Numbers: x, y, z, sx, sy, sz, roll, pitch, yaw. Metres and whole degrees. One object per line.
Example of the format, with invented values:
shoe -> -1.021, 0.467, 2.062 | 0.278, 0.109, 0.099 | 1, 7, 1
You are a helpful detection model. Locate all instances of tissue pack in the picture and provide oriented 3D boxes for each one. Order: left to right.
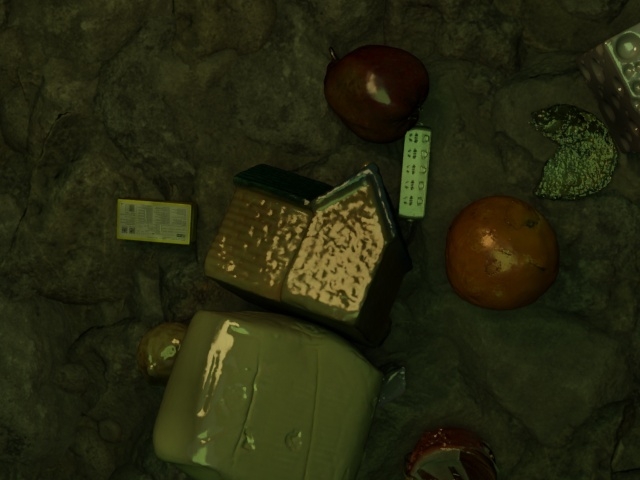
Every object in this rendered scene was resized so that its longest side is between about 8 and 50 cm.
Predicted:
tissue pack -> -0.381, -0.047, 1.695 | 0.176, 0.062, 0.095 | 4, 98, 5

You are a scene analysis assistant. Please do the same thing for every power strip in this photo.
power strip -> 0.212, -0.141, 1.640 | 0.060, 0.027, 0.252 | 4, 96, 2

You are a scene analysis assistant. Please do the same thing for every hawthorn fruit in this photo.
hawthorn fruit -> 0.109, -0.333, 1.556 | 0.248, 0.208, 0.208 | 37, 98, 15

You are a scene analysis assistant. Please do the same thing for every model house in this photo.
model house -> 0.000, 0.000, 1.557 | 0.382, 0.334, 0.342 | 18, 79, 18

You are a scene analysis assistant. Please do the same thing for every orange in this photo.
orange -> 0.381, 0.026, 1.531 | 0.246, 0.246, 0.246 | 1, 96, 6

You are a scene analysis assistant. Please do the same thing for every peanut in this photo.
peanut -> -0.353, 0.264, 1.702 | 0.159, 0.109, 0.140 | -25, 103, -4

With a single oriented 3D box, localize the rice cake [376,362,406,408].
rice cake -> 0.035, 0.404, 1.697 | 0.399, 0.064, 0.070 | -31, 101, 8

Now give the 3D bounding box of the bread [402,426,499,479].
bread -> 0.299, 0.535, 1.642 | 0.225, 0.142, 0.211 | 19, 114, 5

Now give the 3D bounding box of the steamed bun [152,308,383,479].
steamed bun -> -0.114, 0.340, 1.508 | 0.456, 0.290, 0.371 | 28, 68, -30

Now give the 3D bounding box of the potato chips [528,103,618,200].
potato chips -> 0.550, -0.197, 1.605 | 0.202, 0.029, 0.219 | -17, 96, 7

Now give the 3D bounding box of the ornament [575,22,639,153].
ornament -> 0.702, -0.336, 1.465 | 0.240, 0.240, 0.239 | -27, 93, 8
